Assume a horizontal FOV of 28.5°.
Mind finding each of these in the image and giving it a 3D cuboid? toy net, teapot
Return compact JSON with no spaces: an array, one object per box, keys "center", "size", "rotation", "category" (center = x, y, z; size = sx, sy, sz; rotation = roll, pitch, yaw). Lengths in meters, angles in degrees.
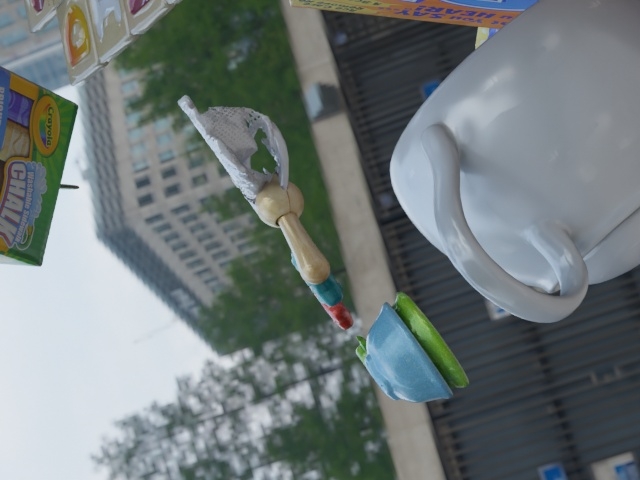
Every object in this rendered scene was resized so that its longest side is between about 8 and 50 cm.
[{"center":[0.000,0.000,0.750],"size":[0.232,0.045,0.122],"rotation":[55,179,-9],"category":"toy net"},{"center":[0.184,-0.049,0.889],"size":[0.187,0.256,0.252],"rotation":[52,176,14],"category":"teapot"}]

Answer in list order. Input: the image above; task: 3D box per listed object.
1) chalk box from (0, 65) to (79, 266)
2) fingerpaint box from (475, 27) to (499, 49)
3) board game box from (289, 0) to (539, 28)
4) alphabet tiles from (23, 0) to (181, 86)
[{"center":[-0.374,-0.079,1.257],"size":[0.289,0.180,0.179],"rotation":[27,-110,-51],"category":"chalk box"},{"center":[0.385,-0.195,1.597],"size":[0.163,0.371,0.445],"rotation":[-55,-20,-29],"category":"fingerpaint box"},{"center":[0.161,-0.375,0.954],"size":[0.356,0.356,0.356],"rotation":[60,-143,-85],"category":"board game box"},{"center":[-0.144,-0.263,0.782],"size":[0.342,0.011,0.285],"rotation":[-19,82,59],"category":"alphabet tiles"}]
